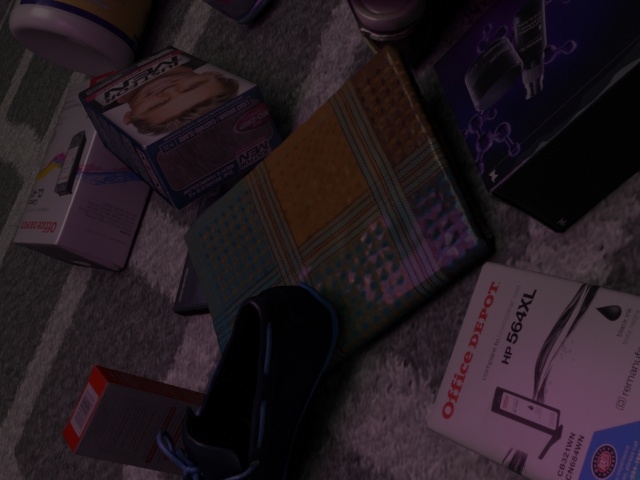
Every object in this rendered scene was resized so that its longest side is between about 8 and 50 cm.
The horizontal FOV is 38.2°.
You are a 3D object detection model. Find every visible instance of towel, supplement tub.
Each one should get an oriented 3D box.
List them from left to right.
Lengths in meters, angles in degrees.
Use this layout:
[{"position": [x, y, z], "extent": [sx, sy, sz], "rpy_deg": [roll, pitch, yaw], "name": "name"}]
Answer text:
[{"position": [-0.431, -0.507, 1.772], "extent": [0.241, 0.241, 0.331], "rpy_deg": [1, 71, 54], "name": "supplement tub"}, {"position": [0.000, 0.000, 1.007], "extent": [0.370, 0.040, 0.271], "rpy_deg": [-39, 57, 32], "name": "towel"}]

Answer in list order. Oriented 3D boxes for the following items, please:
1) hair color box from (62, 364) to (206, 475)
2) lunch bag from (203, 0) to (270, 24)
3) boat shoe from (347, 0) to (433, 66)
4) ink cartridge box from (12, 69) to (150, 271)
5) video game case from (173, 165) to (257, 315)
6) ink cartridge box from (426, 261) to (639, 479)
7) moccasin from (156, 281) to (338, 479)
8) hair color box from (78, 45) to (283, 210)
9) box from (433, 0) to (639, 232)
[{"position": [-0.203, 0.214, 1.083], "extent": [0.053, 0.167, 0.093], "rpy_deg": [32, 97, 55], "name": "hair color box"}, {"position": [-0.114, -0.479, 1.437], "extent": [0.224, 0.108, 0.279], "rpy_deg": [-49, 38, 19], "name": "lunch bag"}, {"position": [0.067, -0.332, 1.100], "extent": [0.109, 0.091, 0.305], "rpy_deg": [-15, 52, 8], "name": "boat shoe"}, {"position": [-0.382, -0.116, 1.567], "extent": [0.226, 0.131, 0.306], "rpy_deg": [1, 70, 54], "name": "ink cartridge box"}, {"position": [-0.093, -0.006, 1.196], "extent": [0.274, 0.026, 0.196], "rpy_deg": [-12, 61, 52], "name": "video game case"}, {"position": [0.190, 0.110, 0.678], "extent": [0.203, 0.086, 0.148], "rpy_deg": [14, 82, 55], "name": "ink cartridge box"}, {"position": [-0.100, 0.195, 0.957], "extent": [0.138, 0.117, 0.342], "rpy_deg": [26, 103, 39], "name": "moccasin"}, {"position": [-0.209, -0.173, 1.315], "extent": [0.174, 0.105, 0.347], "rpy_deg": [-32, 31, -15], "name": "hair color box"}, {"position": [0.236, -0.163, 0.770], "extent": [0.261, 0.103, 0.184], "rpy_deg": [-45, 42, 29], "name": "box"}]
